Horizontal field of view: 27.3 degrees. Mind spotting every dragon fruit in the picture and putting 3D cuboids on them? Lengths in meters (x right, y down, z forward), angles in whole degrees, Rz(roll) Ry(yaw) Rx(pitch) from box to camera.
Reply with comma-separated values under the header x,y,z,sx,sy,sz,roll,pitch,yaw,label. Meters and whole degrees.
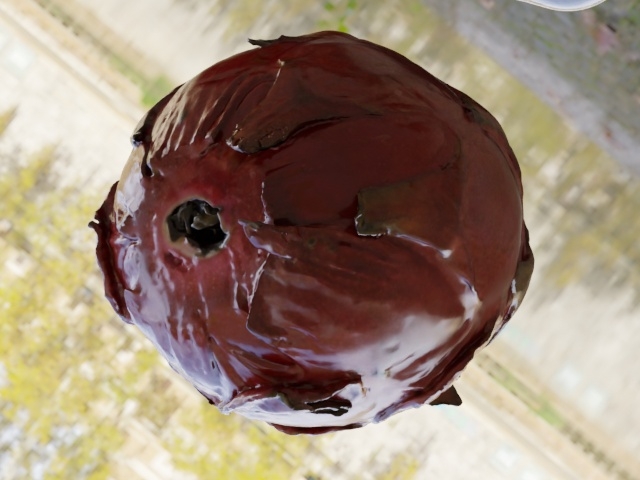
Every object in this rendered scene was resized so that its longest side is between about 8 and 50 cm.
x,y,z,sx,sy,sz,roll,pitch,yaw,label
0.000,-0.003,0.745,0.252,0.241,0.241,24,-172,-37,dragon fruit

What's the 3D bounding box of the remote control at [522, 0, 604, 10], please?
x,y,z,sx,sy,sz,roll,pitch,yaw,label
0.204,-0.360,1.366,0.103,0.221,0.332,-19,-148,-36,remote control
